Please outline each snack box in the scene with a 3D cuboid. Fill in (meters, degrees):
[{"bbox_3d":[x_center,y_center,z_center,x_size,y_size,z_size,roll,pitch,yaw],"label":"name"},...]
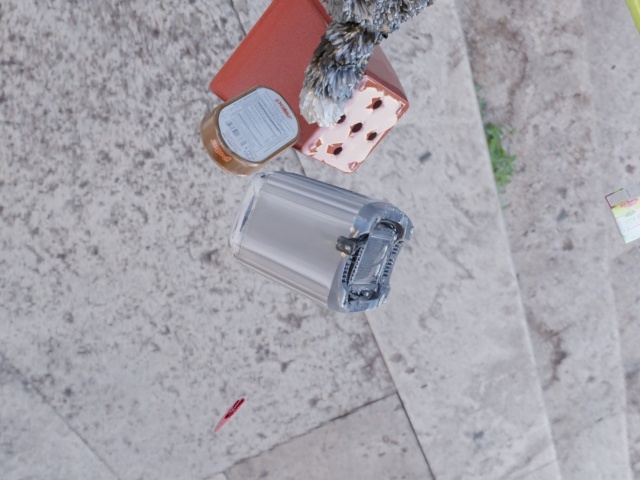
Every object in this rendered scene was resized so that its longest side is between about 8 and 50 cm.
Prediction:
[{"bbox_3d":[0.606,-0.059,1.520,0.100,0.037,0.141,-25,142,16],"label":"snack box"}]

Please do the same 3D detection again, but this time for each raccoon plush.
[{"bbox_3d":[0.002,-0.375,1.026,0.299,0.216,0.446,17,106,-29],"label":"raccoon plush"}]

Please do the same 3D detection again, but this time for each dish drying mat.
[{"bbox_3d":[-0.103,0.194,0.890,0.008,0.032,0.083,40,153,1],"label":"dish drying mat"}]

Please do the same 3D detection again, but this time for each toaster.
[{"bbox_3d":[0.000,0.000,0.875,0.227,0.146,0.129,5,106,-70],"label":"toaster"}]

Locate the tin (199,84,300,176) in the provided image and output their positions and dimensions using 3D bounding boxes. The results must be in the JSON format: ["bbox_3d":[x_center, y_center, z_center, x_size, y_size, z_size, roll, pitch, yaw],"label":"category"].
[{"bbox_3d":[-0.095,-0.159,1.145,0.040,0.190,0.106,-27,100,37],"label":"tin"}]

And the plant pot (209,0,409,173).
[{"bbox_3d":[0.006,-0.282,1.513,0.267,0.235,0.267,-49,148,16],"label":"plant pot"}]

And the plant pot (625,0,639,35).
[{"bbox_3d":[0.504,-0.313,0.901,0.207,0.227,0.228,-54,127,-15],"label":"plant pot"}]
